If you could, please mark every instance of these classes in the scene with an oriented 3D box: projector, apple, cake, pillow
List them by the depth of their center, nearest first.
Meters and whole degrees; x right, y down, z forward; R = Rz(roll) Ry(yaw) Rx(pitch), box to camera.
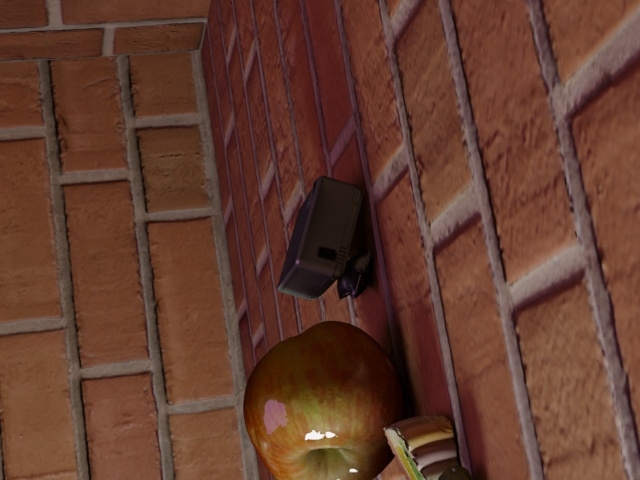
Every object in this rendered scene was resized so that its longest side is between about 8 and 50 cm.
[{"bbox_3d":[0.190,0.376,1.745,0.225,0.090,0.109,65,163,2],"label":"cake"},{"bbox_3d":[0.009,0.284,1.960,0.301,0.302,0.301,174,90,-77],"label":"apple"},{"bbox_3d":[0.064,0.067,2.109,0.136,0.055,0.091,170,95,-76],"label":"pillow"},{"bbox_3d":[0.000,0.000,2.153,0.256,0.099,0.192,125,159,-72],"label":"projector"}]

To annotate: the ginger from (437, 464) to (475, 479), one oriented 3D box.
[{"bbox_3d":[0.216,0.470,1.584,0.137,0.089,0.289,70,-169,-62],"label":"ginger"}]
